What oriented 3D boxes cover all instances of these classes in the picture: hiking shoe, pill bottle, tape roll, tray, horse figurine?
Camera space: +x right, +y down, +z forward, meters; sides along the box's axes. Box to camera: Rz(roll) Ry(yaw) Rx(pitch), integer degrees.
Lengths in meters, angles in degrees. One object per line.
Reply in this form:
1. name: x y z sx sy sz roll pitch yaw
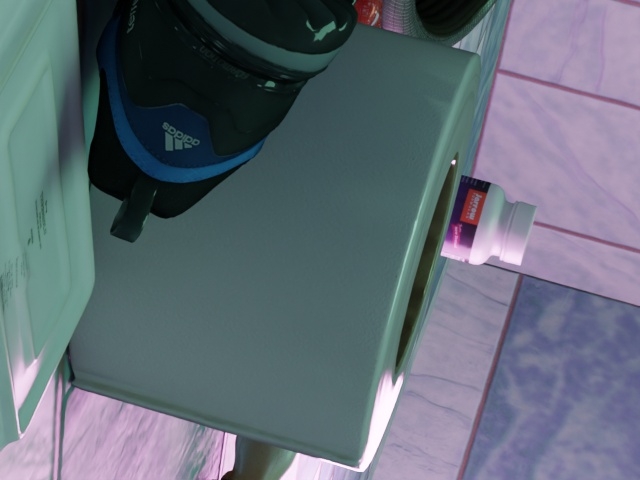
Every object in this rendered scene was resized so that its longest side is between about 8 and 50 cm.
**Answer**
1. hiking shoe: -0.056 -0.111 0.850 0.132 0.113 0.304 -53 -172 18
2. pill bottle: 0.174 -0.031 2.306 0.108 0.193 0.108 15 90 -83
3. tape roll: -0.020 -0.009 1.014 0.246 0.169 0.246 15 90 -83
4. tray: -0.128 -0.011 0.746 0.270 0.030 0.145 96 13 -53
5. horse figurine: -0.054 0.171 1.545 0.174 0.066 0.263 1 107 -76

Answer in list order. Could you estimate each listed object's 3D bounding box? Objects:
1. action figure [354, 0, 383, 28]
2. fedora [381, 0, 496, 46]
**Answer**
1. action figure: 0.033 -0.113 1.477 0.280 0.091 0.139 82 16 -72
2. fedora: 0.068 -0.253 1.227 0.243 0.124 0.275 -60 163 -3
